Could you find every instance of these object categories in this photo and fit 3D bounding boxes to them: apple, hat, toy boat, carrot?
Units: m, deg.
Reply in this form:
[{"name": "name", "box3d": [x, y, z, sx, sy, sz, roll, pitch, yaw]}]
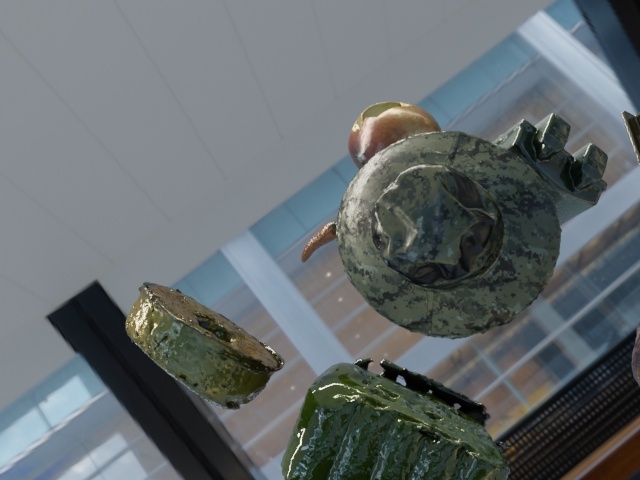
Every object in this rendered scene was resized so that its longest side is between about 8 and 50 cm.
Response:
[{"name": "apple", "box3d": [0.141, -0.178, 1.484, 0.199, 0.199, 0.199, -34, -22, -16]}, {"name": "hat", "box3d": [0.127, -0.015, 0.880, 0.265, 0.265, 0.128, -44, -19, 10]}, {"name": "toy boat", "box3d": [0.239, -0.052, 1.080, 0.319, 0.141, 0.092, -40, 17, 54]}, {"name": "carrot", "box3d": [0.000, 0.000, 1.572, 0.035, 0.035, 0.142, -15, -20, -47]}]

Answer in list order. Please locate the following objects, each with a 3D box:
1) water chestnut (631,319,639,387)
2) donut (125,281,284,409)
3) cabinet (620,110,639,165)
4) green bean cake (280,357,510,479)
[{"name": "water chestnut", "box3d": [0.562, 0.149, 1.027, 0.244, 0.289, 0.289, 20, -56, -28]}, {"name": "donut", "box3d": [-0.185, 0.167, 1.211, 0.107, 0.272, 0.272, -58, -21, -3]}, {"name": "cabinet", "box3d": [0.749, -0.210, 1.572, 0.215, 0.148, 0.175, 18, -37, -34]}, {"name": "green bean cake", "box3d": [0.126, 0.326, 1.250, 0.319, 0.335, 0.218, 39, -109, -86]}]
